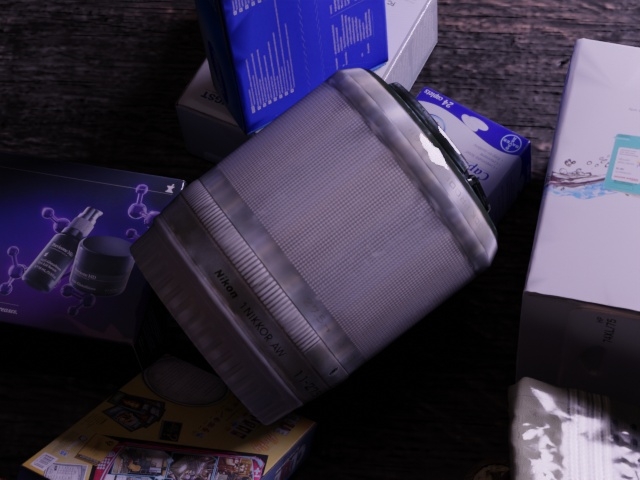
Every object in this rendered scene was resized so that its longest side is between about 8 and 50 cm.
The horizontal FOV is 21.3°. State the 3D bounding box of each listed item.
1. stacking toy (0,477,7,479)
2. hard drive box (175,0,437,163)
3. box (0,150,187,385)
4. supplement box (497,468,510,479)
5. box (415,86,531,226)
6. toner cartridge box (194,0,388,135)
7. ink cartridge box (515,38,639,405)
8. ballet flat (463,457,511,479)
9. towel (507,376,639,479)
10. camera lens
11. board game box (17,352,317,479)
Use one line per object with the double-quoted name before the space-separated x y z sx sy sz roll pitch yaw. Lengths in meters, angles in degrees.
"stacking toy" -0.322 0.227 1.397 0.175 0.302 0.166 29 66 18
"hard drive box" -0.010 -0.171 1.722 0.181 0.089 0.232 23 64 17
"box" -0.269 0.021 1.629 0.261 0.103 0.184 9 59 10
"supplement box" 0.234 0.285 1.410 0.239 0.073 0.130 44 50 15
"box" 0.118 -0.059 1.658 0.126 0.072 0.137 30 67 20
"toner cartridge box" -0.032 -0.249 1.516 0.165 0.348 0.075 -27 61 -11
"ink cartridge box" 0.297 -0.005 1.540 0.197 0.198 0.270 11 63 10
"ballet flat" 0.172 0.297 1.457 0.084 0.058 0.250 -8 60 -1
"towel" 0.294 0.274 1.370 0.312 0.056 0.324 13 50 -9
"camera lens" 0.000 0.000 1.492 0.274 0.219 0.219 -37 63 -1
"board game box" -0.128 0.191 1.474 0.165 0.042 0.243 24 28 17
